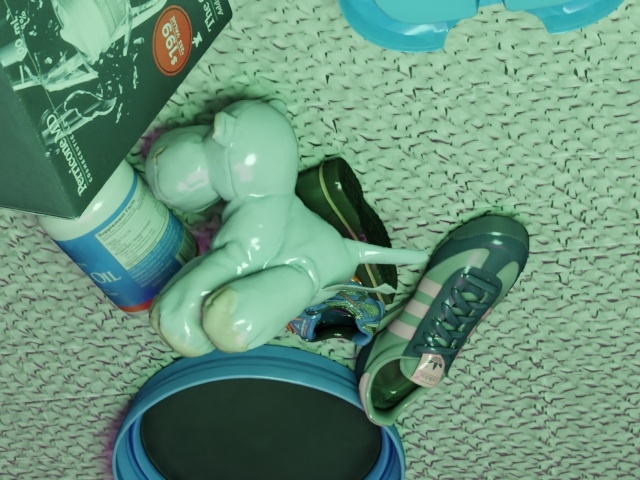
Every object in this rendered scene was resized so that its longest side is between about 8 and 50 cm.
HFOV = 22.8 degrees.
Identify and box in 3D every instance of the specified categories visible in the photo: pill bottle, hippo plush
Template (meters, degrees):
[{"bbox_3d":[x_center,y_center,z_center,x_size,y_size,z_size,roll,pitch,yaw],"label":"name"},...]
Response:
[{"bbox_3d":[-0.246,-0.026,1.815,0.124,0.124,0.221,-24,126,22],"label":"pill bottle"},{"bbox_3d":[-0.086,-0.023,1.708,0.294,0.234,0.236,-13,103,27],"label":"hippo plush"}]

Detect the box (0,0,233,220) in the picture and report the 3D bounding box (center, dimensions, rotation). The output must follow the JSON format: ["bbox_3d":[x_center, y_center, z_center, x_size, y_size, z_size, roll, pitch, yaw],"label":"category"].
[{"bbox_3d":[-0.267,-0.251,1.451,0.179,0.312,0.343,10,139,29],"label":"box"}]

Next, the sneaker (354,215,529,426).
[{"bbox_3d":[0.151,0.107,1.919,0.112,0.131,0.319,23,129,-18],"label":"sneaker"}]

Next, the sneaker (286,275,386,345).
[{"bbox_3d":[-0.027,0.077,1.927,0.221,0.087,0.083,6,132,-4],"label":"sneaker"}]

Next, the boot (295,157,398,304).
[{"bbox_3d":[0.000,0.000,1.875,0.137,0.077,0.198,-15,118,21],"label":"boot"}]

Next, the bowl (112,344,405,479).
[{"bbox_3d":[-0.081,0.286,2.131,0.391,0.077,0.391,1,133,1],"label":"bowl"}]

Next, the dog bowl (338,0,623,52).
[{"bbox_3d":[0.164,-0.281,1.587,0.297,0.074,0.166,-7,141,9],"label":"dog bowl"}]
